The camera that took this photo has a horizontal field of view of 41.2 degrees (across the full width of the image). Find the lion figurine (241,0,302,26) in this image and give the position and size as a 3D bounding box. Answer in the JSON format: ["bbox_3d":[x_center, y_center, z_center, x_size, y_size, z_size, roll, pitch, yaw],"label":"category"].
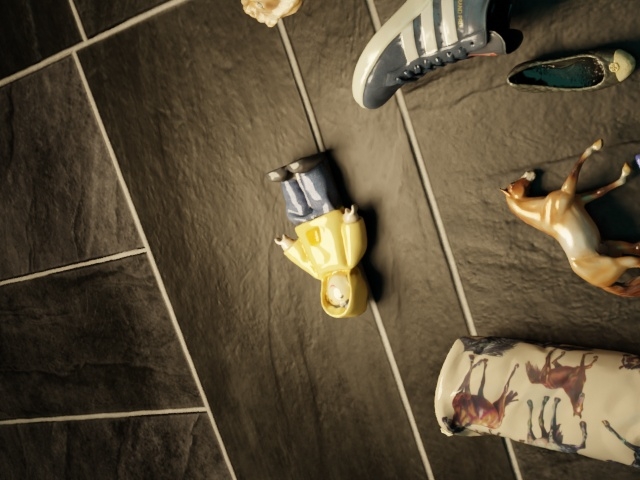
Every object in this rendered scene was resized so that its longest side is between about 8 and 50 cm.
[{"bbox_3d":[-0.096,-0.541,1.280,0.240,0.142,0.392,-37,73,45],"label":"lion figurine"}]

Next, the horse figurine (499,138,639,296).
[{"bbox_3d":[0.390,-0.015,1.202,0.174,0.066,0.263,-41,82,31],"label":"horse figurine"}]

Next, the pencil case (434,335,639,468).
[{"bbox_3d":[0.374,0.248,1.260,0.410,0.160,0.184,5,97,31],"label":"pencil case"}]

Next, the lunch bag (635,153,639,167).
[{"bbox_3d":[0.610,-0.039,0.914,0.385,0.238,0.328,-33,74,40],"label":"lunch bag"}]

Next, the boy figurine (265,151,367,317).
[{"bbox_3d":[0.000,0.000,1.447,0.177,0.092,0.285,-15,97,33],"label":"boy figurine"}]

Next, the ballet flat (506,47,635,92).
[{"bbox_3d":[0.339,-0.225,1.159,0.173,0.049,0.058,-3,108,34],"label":"ballet flat"}]

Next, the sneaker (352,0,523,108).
[{"bbox_3d":[0.184,-0.282,1.186,0.148,0.131,0.350,49,128,9],"label":"sneaker"}]
